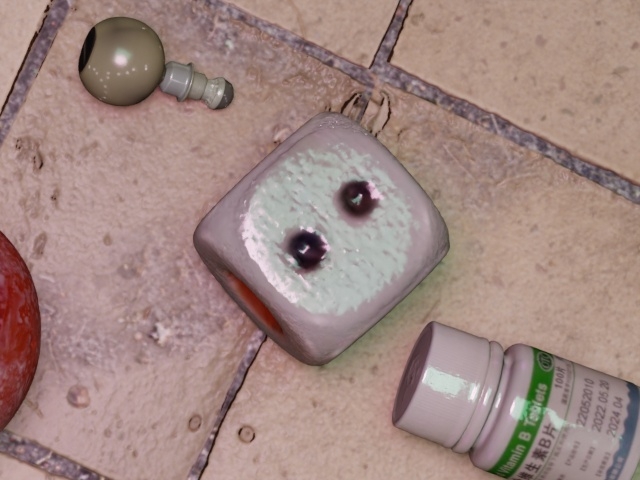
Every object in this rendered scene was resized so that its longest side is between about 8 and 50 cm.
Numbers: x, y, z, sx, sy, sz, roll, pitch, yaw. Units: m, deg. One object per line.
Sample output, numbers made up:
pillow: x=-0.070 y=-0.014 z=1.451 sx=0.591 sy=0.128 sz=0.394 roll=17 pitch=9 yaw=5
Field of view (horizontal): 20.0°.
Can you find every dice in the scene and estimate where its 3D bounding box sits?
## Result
dice: x=0.000 y=0.000 z=1.792 sx=0.192 sy=0.193 sz=0.194 roll=-41 pitch=88 yaw=-11

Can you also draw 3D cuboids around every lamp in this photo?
lamp: x=-0.164 y=-0.169 z=1.852 sx=0.163 sy=0.091 sz=0.091 roll=19 pitch=79 yaw=-22

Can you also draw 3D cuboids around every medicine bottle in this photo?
medicine bottle: x=0.201 y=0.173 z=1.826 sx=0.237 sy=0.139 sz=0.139 roll=21 pitch=79 yaw=-7

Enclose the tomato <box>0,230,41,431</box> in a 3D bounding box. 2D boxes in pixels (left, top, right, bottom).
tomato: x=-0.391 y=0.092 z=1.700 sx=0.270 sy=0.227 sz=0.270 roll=-2 pitch=69 yaw=6
